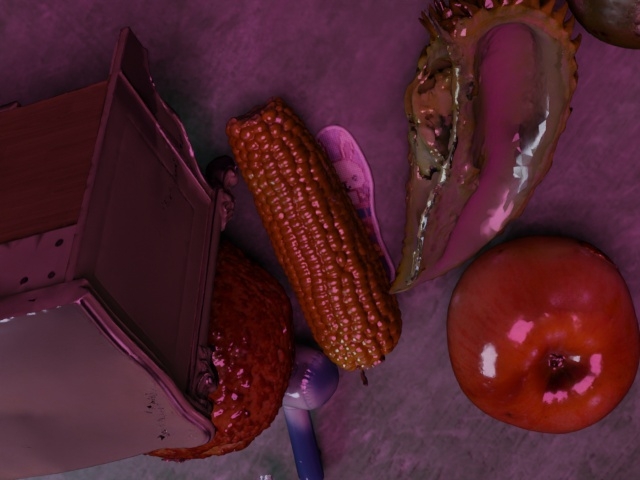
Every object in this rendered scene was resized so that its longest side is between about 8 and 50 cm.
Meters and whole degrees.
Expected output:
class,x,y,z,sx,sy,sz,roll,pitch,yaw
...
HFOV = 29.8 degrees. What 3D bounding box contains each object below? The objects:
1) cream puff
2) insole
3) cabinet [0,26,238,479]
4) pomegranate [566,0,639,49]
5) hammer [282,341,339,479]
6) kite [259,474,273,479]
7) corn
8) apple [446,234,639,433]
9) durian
class,x,y,z,sx,sy,sz,roll,pitch,yaw
cream puff,-0.143,0.106,1.232,0.240,0.240,0.164,-35,144,14
insole,0.033,-0.029,1.283,0.065,0.004,0.197,-14,106,9
cabinet,-0.253,0.020,1.087,0.290,0.318,0.227,-14,137,19
pomegranate,0.278,-0.264,1.091,0.246,0.198,0.198,-5,107,10
hammer,-0.026,0.194,1.323,0.116,0.069,0.194,10,127,33
kite,-0.014,0.366,1.389,0.229,0.012,0.250,-11,118,20
corn,0.000,0.000,1.241,0.101,0.101,0.310,-23,99,11
apple,0.227,0.095,1.223,0.209,0.164,0.209,1,109,2
durian,0.150,-0.105,1.141,0.157,0.169,0.355,15,136,12
